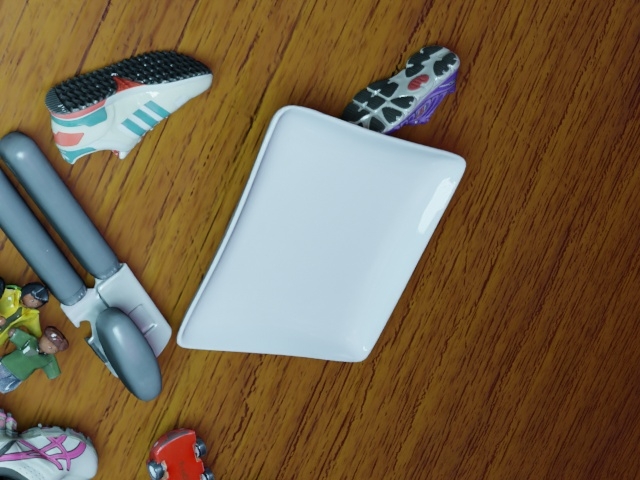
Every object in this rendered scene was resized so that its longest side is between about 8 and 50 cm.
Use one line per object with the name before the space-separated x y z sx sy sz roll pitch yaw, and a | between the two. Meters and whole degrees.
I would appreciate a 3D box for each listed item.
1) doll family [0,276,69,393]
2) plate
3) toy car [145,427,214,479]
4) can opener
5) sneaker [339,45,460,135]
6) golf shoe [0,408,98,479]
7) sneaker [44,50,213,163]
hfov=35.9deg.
doll family | -0.294 0.053 0.848 0.111 0.076 0.193 -35 135 1
plate | 0.000 0.000 1.066 0.277 0.045 0.278 11 112 -41
toy car | -0.161 0.332 1.094 0.225 0.053 0.239 -53 132 -9
can opener | -0.214 0.027 0.901 0.074 0.093 0.280 -41 124 -19
sneaker | 0.095 -0.145 1.097 0.170 0.068 0.071 -36 140 -19
golf shoe | -0.273 0.212 0.910 0.067 0.086 0.186 -27 150 19
sneaker | -0.172 -0.119 0.901 0.161 0.057 0.075 -25 139 -32
